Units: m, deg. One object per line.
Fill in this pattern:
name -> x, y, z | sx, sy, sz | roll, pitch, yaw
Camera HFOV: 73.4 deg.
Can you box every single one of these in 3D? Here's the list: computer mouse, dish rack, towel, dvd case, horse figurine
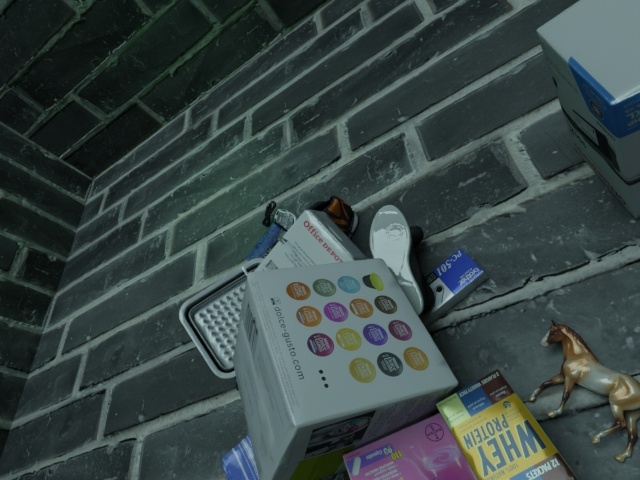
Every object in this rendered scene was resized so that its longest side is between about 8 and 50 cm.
computer mouse -> -0.146, -0.082, 1.634 | 0.193, 0.042, 0.105 | 24, 101, 41
dish rack -> -0.236, 0.240, 1.341 | 0.333, 0.072, 0.285 | -32, 70, -20
towel -> -0.105, 0.562, 1.138 | 0.336, 0.040, 0.243 | -45, 42, -2
dvd case -> -0.142, 0.055, 1.530 | 0.253, 0.022, 0.180 | 34, 85, 39
horse figurine -> 0.527, 0.291, 0.816 | 0.263, 0.066, 0.174 | 32, 90, 49

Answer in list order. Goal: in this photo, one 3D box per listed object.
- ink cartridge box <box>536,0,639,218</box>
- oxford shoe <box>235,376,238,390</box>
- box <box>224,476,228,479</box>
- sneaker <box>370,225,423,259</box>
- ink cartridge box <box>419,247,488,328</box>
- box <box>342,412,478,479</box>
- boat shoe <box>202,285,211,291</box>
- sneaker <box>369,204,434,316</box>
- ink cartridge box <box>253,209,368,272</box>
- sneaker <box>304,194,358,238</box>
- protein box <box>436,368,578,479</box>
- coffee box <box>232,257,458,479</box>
ink cartridge box -> 0.630, -0.271, 0.883 | 0.166, 0.395, 0.285 | -30, 46, 23
oxford shoe -> -0.199, 0.364, 1.362 | 0.096, 0.082, 0.227 | -4, 54, 10
box -> -0.187, 0.675, 1.161 | 0.201, 0.021, 0.164 | -4, 59, 38
sneaker -> 0.191, 0.109, 1.194 | 0.330, 0.122, 0.146 | -47, 57, 5
ink cartridge box -> 0.318, 0.125, 1.114 | 0.207, 0.046, 0.097 | -42, 44, 9
box -> 0.187, 0.488, 0.789 | 0.214, 0.117, 0.243 | -21, 44, -4
boat shoe -> -0.312, 0.221, 1.528 | 0.303, 0.098, 0.109 | -5, 72, 35
sneaker -> 0.206, 0.062, 1.088 | 0.105, 0.147, 0.295 | -19, 68, 20
ink cartridge box -> -0.037, 0.083, 1.246 | 0.211, 0.122, 0.289 | 48, 110, 18
sneaker -> 0.000, 0.000, 1.362 | 0.125, 0.180, 0.320 | -1, 61, 39
protein box -> 0.343, 0.385, 0.789 | 0.136, 0.199, 0.201 | -33, 45, 6
coffee box -> 0.018, 0.282, 0.939 | 0.338, 0.335, 0.337 | 107, 149, -41
